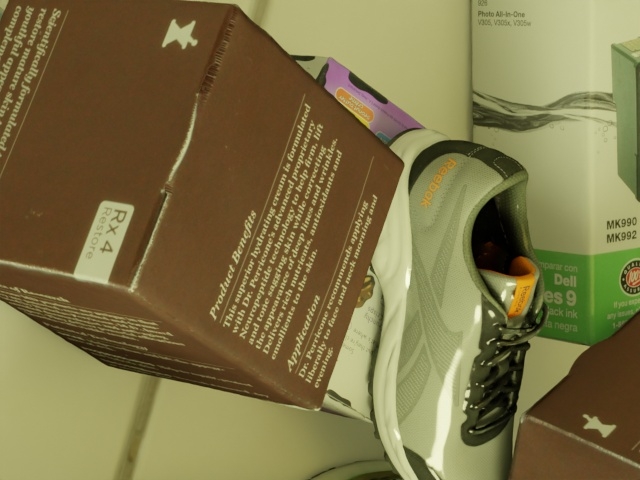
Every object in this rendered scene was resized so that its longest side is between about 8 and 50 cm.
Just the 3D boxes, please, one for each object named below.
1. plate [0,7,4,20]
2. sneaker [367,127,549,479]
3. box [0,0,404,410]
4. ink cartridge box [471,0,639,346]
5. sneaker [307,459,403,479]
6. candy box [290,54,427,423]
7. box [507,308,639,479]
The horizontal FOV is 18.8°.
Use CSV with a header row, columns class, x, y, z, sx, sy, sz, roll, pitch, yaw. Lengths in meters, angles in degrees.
class,x,y,z,sx,sy,sz,roll,pitch,yaw
plate,-0.229,-0.053,1.099,0.188,0.024,0.188,-7,100,-42
sneaker,0.096,0.064,1.258,0.100,0.108,0.271,-23,114,-43
box,-0.087,-0.022,1.105,0.203,0.167,0.168,39,66,-51
ink cartridge box,0.224,-0.084,1.434,0.211,0.122,0.289,-10,102,-40
sneaker,0.011,0.243,1.248,0.410,0.182,0.158,-5,99,-42
candy box,0.000,0.000,1.280,0.165,0.070,0.196,34,73,-40
box,0.212,0.259,1.361,0.191,0.143,0.381,-33,137,-48
